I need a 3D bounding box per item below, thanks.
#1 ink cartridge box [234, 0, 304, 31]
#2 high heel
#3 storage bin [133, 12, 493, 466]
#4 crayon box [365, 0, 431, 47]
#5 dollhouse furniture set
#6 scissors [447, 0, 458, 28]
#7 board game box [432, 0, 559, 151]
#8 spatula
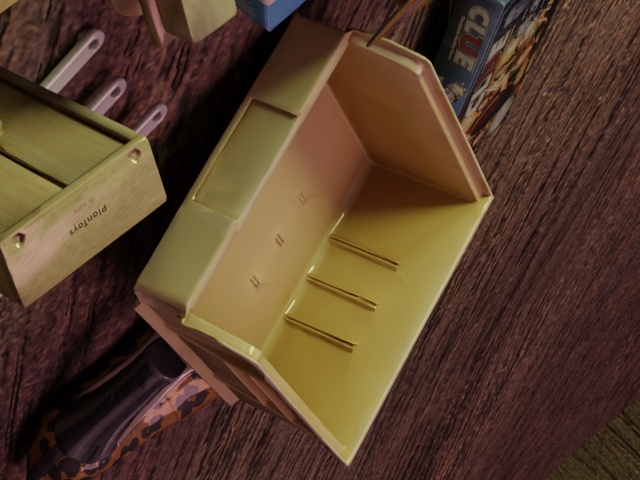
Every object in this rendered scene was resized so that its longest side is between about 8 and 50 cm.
[{"bbox_3d":[-0.034,-0.219,1.100,0.090,0.092,0.143,-42,160,-21],"label":"ink cartridge box"},{"bbox_3d":[-0.145,0.128,1.557,0.186,0.093,0.261,-41,171,25],"label":"high heel"},{"bbox_3d":[0.000,0.000,1.404,0.262,0.123,0.260,-60,154,-14],"label":"storage bin"},{"bbox_3d":[0.148,-0.279,1.243,0.323,0.083,0.203,-39,177,-40],"label":"crayon box"},{"bbox_3d":[-0.225,-0.144,0.889,0.303,0.173,0.356,-40,135,-27],"label":"dollhouse furniture set"},{"bbox_3d":[0.116,-0.238,1.510,0.109,0.021,0.297,-37,158,-38],"label":"scissors"},{"bbox_3d":[0.152,-0.168,1.641,0.165,0.042,0.243,-43,162,-41],"label":"board game box"},{"bbox_3d":[-0.206,-0.027,1.201,0.242,0.019,0.168,-48,155,-3],"label":"spatula"}]
